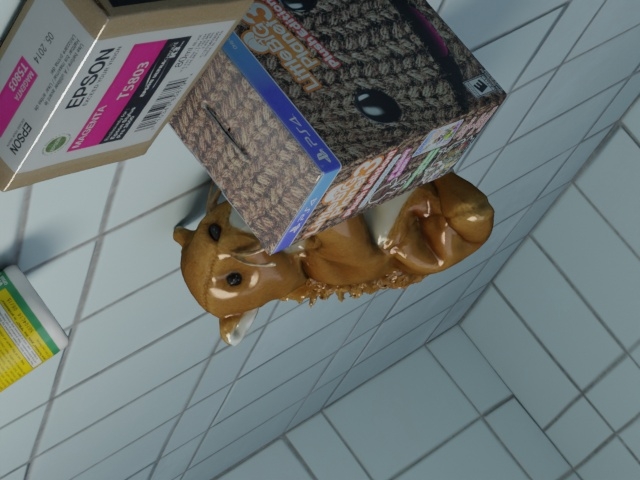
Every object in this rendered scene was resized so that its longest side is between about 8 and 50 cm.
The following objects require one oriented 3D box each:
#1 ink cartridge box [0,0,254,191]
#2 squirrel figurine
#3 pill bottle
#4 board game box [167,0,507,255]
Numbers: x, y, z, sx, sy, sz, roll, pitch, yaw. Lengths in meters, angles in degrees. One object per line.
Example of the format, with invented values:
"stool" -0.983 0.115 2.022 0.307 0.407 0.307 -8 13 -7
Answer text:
"ink cartridge box" -0.197 -0.162 1.306 0.193 0.088 0.234 -22 159 -49
"squirrel figurine" 0.000 0.000 1.915 0.370 0.281 0.397 -30 162 -6
"pill bottle" -0.404 0.130 1.637 0.208 0.117 0.117 -35 165 -10
"board game box" 0.006 -0.155 1.518 0.291 0.232 0.141 -26 160 -40
